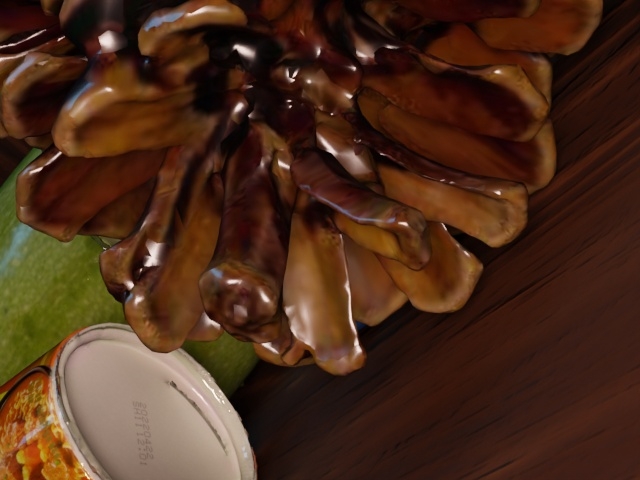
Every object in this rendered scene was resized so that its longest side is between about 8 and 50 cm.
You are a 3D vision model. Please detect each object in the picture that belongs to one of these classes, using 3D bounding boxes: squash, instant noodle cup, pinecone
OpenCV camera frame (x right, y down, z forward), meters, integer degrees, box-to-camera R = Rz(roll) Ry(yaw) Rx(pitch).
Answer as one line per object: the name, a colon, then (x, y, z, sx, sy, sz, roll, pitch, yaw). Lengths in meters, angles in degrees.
squash: (-0.207, 0.099, 1.415, 0.384, 0.263, 0.263, -52, 10, 23)
instant noodle cup: (-0.155, 0.165, 1.138, 0.174, 0.213, 0.213, -42, 15, 28)
pinecone: (-0.017, -0.100, 0.910, 0.384, 0.384, 0.384, -55, 9, 13)

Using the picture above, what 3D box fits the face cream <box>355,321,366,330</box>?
face cream: (0.000, 0.000, 1.207, 0.149, 0.083, 0.264, -48, 9, 1)
